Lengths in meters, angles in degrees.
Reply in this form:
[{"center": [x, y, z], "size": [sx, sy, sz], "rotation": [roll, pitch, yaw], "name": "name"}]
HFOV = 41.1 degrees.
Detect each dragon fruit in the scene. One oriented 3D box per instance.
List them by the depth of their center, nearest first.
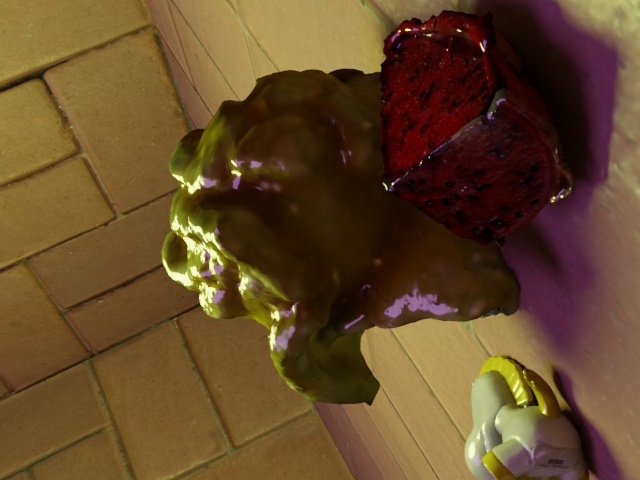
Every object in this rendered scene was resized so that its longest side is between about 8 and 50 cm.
[{"center": [0.115, -0.095, 0.616], "size": [0.127, 0.120, 0.161], "rotation": [24, -131, -36], "name": "dragon fruit"}]

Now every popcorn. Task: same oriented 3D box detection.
[{"center": [-0.003, 0.004, 0.801], "size": [0.321, 0.290, 0.326], "rotation": [-114, 27, -68], "name": "popcorn"}]

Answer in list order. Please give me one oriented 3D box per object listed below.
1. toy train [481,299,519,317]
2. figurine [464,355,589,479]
[{"center": [0.161, 0.049, 0.816], "size": [0.053, 0.033, 0.083], "rotation": [61, 170, -7], "name": "toy train"}, {"center": [0.195, 0.186, 0.860], "size": [0.178, 0.109, 0.130], "rotation": [178, 93, -79], "name": "figurine"}]
